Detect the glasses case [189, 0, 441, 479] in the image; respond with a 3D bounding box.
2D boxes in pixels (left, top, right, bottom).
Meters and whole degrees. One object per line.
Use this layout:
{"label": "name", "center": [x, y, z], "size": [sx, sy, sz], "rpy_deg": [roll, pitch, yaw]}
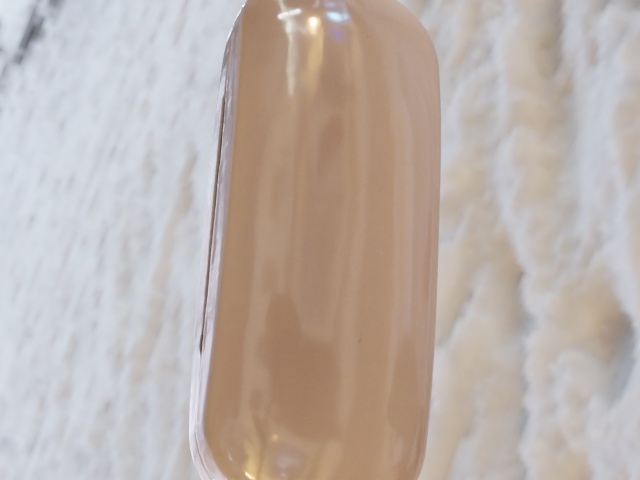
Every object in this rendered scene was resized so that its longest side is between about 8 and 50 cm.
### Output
{"label": "glasses case", "center": [0.000, 0.000, 0.902], "size": [0.075, 0.113, 0.297], "rpy_deg": [129, 149, -58]}
